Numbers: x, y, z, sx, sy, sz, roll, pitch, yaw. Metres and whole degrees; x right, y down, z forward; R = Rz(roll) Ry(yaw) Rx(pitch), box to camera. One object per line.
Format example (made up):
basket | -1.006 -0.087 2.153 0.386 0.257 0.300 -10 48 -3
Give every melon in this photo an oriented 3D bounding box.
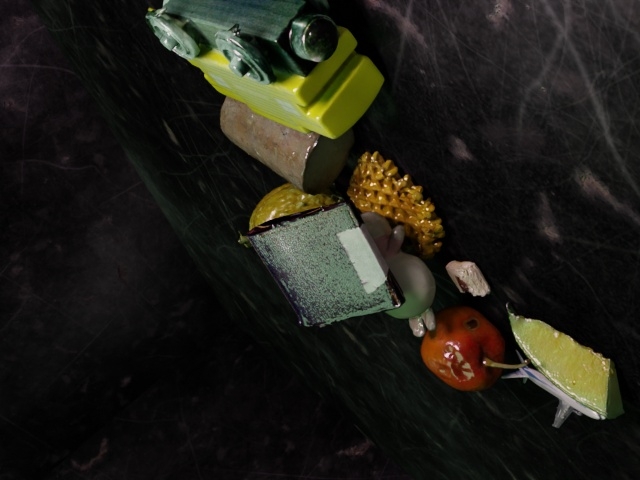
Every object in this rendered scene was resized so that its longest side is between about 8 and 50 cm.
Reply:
melon | 0.405 0.193 1.306 0.262 0.053 0.114 42 139 35

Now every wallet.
wallet | 0.008 0.044 1.398 0.262 0.071 0.221 -14 109 44

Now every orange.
orange | 0.000 0.000 1.610 0.301 0.223 0.300 41 -172 20

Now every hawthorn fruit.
hawthorn fruit | 0.308 0.219 1.436 0.165 0.165 0.285 57 162 -23

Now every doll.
doll | 0.130 0.050 1.429 0.275 0.113 0.155 48 140 -5

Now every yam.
yam | -0.060 -0.202 1.451 0.268 0.161 0.161 35 158 37

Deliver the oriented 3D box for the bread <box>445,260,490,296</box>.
bread | 0.269 0.068 1.413 0.070 0.035 0.083 57 165 -18

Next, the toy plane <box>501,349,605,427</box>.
toy plane | 0.432 0.269 1.396 0.226 0.058 0.226 17 133 53

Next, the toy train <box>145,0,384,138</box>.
toy train | -0.093 -0.309 1.246 0.442 0.179 0.272 31 170 47

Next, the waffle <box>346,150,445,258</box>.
waffle | 0.139 -0.061 1.441 0.228 0.051 0.231 48 162 16
